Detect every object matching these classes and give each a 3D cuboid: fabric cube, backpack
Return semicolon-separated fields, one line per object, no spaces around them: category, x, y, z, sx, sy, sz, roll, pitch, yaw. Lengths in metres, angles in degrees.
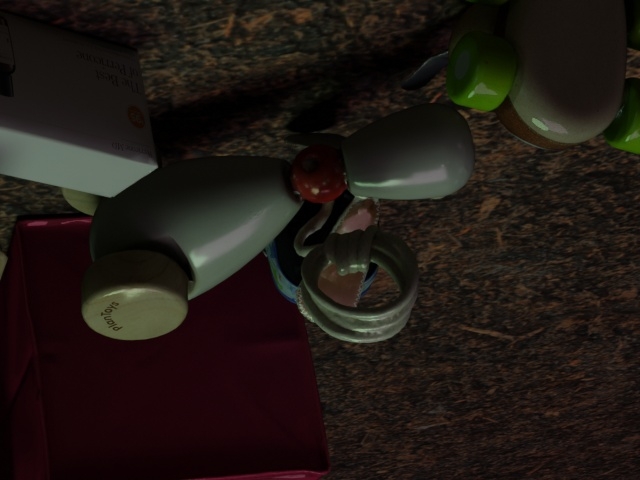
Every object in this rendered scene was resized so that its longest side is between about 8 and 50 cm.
fabric cube;-0.160;0.141;1.671;0.254;0.259;0.258;-1;157;-20
backpack;0.000;0.000;1.583;0.105;0.114;0.084;-7;159;-11

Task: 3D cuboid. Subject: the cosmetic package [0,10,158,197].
cosmetic package;-0.222;-0.102;1.240;0.060;0.099;0.239;-27;154;38

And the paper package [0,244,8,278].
paper package;-0.417;0.048;1.268;0.324;0.168;0.309;-3;140;-30

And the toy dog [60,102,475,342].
toy dog;-0.044;-0.006;1.441;0.333;0.220;0.161;5;155;18

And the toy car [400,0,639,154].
toy car;0.138;-0.123;1.320;0.155;0.149;0.188;13;163;-22
